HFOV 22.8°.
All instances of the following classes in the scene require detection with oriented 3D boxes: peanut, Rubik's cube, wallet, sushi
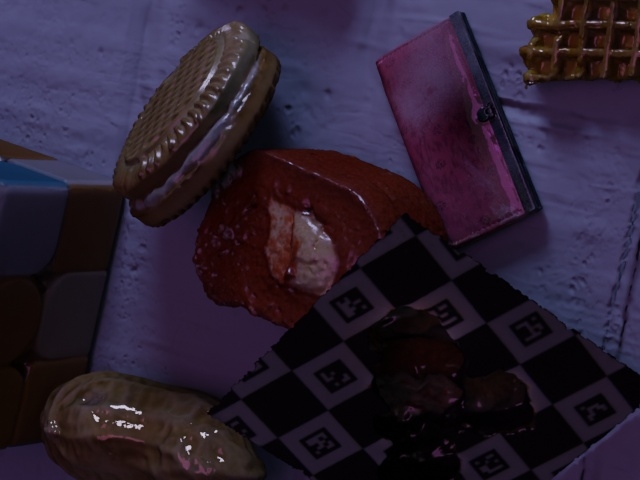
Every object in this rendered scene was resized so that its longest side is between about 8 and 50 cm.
[{"bbox_3d":[-0.197,0.232,1.841,0.325,0.153,0.140,9,81,40],"label":"peanut"},{"bbox_3d":[-0.496,0.046,1.920,0.347,0.344,0.347,19,99,30],"label":"Rubik's cube"},{"bbox_3d":[0.144,-0.115,1.695,0.119,0.025,0.232,-28,75,31],"label":"wallet"},{"bbox_3d":[0.110,0.146,1.622,0.339,0.069,0.320,34,117,-20],"label":"sushi"}]

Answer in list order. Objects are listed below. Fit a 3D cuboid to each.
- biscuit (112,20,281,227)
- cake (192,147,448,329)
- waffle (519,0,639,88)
[{"bbox_3d":[-0.142,-0.131,1.775,0.079,0.259,0.259,37,116,-19],"label":"biscuit"},{"bbox_3d":[0.000,0.000,1.707,0.283,0.151,0.177,19,106,40],"label":"cake"},{"bbox_3d":[0.290,-0.194,1.588,0.192,0.046,0.160,-35,72,29],"label":"waffle"}]
